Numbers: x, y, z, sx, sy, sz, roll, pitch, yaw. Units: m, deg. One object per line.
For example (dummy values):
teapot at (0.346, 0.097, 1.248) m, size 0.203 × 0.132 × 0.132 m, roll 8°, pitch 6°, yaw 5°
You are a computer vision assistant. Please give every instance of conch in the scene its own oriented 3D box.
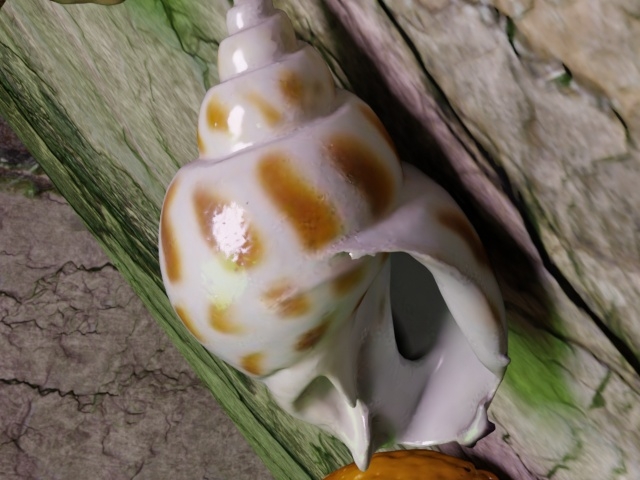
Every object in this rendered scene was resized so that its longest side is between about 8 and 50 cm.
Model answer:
conch at (0.000, -0.001, 0.640) m, size 0.148 × 0.183 × 0.275 m, roll -93°, pitch -15°, yaw -48°

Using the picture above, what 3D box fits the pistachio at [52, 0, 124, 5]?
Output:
pistachio at (-0.168, -0.229, 0.687) m, size 0.185 × 0.124 × 0.124 m, roll 68°, pitch 162°, yaw -11°

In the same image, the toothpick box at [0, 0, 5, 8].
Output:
toothpick box at (-0.299, -0.203, 0.748) m, size 0.308 × 0.190 × 0.187 m, roll -90°, pitch -24°, yaw -57°

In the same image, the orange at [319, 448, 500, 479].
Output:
orange at (0.077, 0.348, 0.925) m, size 0.340 × 0.293 × 0.340 m, roll 45°, pitch 157°, yaw 25°
